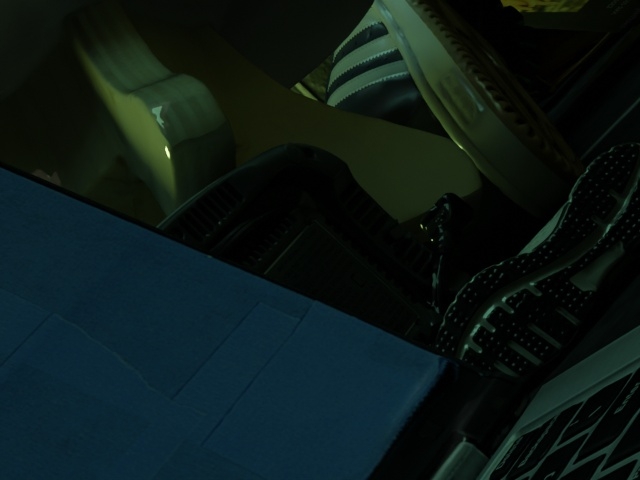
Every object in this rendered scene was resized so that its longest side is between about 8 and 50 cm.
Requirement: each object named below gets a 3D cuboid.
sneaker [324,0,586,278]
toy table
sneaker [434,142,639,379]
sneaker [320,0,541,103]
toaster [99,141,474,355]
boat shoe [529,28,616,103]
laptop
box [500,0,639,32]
[{"bbox_3d":[0.028,-0.050,1.028,0.153,0.099,0.282,-48,26,12],"label":"sneaker"},{"bbox_3d":[-0.072,-0.035,0.854,0.274,0.161,0.252,-27,-27,-3],"label":"toy table"},{"bbox_3d":[0.083,0.015,0.686,0.109,0.040,0.044,-43,-14,-9],"label":"sneaker"},{"bbox_3d":[0.017,-0.028,1.158,0.283,0.110,0.122,-35,-18,-25],"label":"sneaker"},{"bbox_3d":[-0.036,0.066,0.713,0.146,0.129,0.227,-46,3,37],"label":"toaster"},{"bbox_3d":[0.129,-0.118,1.331,0.178,0.064,0.060,-35,18,3],"label":"boat shoe"},{"bbox_3d":[-0.090,0.069,0.408,0.382,0.236,0.408,-49,4,-36],"label":"laptop"},{"bbox_3d":[0.099,-0.234,1.205,0.270,0.165,0.143,0,-21,-27],"label":"box"}]
